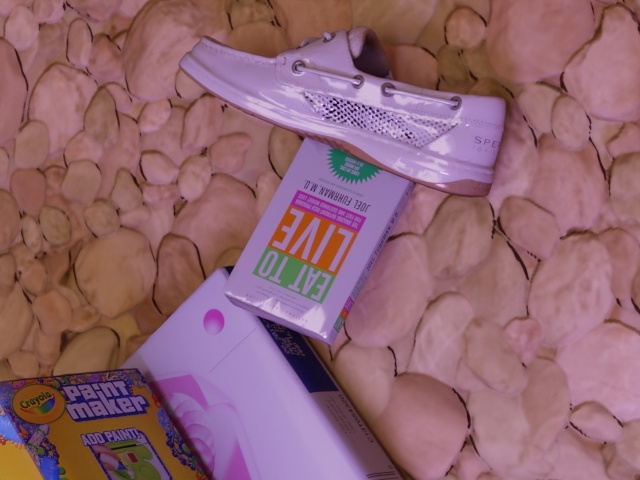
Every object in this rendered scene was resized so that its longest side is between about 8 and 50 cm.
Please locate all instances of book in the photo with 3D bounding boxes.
[{"bbox_3d":[0.000,0.000,1.422,0.096,0.035,0.144,22,76,23],"label":"book"}]

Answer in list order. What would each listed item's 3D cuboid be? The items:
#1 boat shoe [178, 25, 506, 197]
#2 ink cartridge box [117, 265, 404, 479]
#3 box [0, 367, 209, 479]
[{"bbox_3d":[0.021,-0.120,1.412,0.277,0.098,0.096,22,100,22],"label":"boat shoe"},{"bbox_3d":[-0.086,0.246,1.479,0.330,0.071,0.324,-45,67,21],"label":"ink cartridge box"},{"bbox_3d":[-0.212,0.299,1.418,0.290,0.177,0.279,-46,66,27],"label":"box"}]
